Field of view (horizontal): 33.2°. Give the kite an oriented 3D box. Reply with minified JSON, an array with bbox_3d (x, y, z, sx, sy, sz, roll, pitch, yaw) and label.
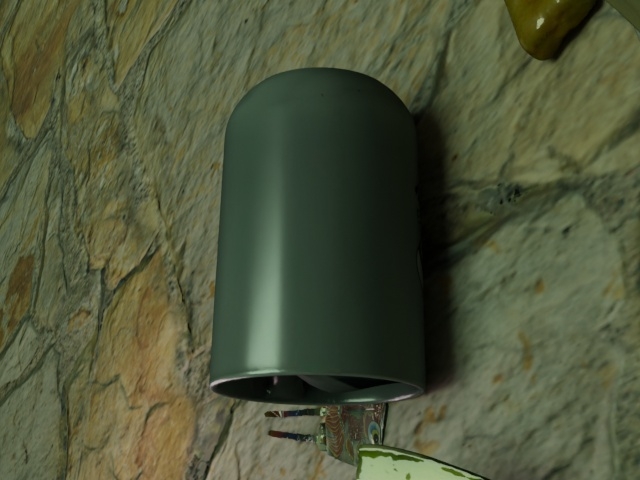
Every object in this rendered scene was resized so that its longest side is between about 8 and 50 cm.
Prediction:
[{"bbox_3d":[0.005,0.183,1.184,0.229,0.016,0.127,-8,72,55],"label":"kite"}]

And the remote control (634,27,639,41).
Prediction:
[{"bbox_3d":[0.275,-0.137,0.800,0.067,0.029,0.261,-44,46,44],"label":"remote control"}]

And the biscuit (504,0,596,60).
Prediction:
[{"bbox_3d":[0.210,-0.271,0.939,0.174,0.039,0.183,-45,46,42],"label":"biscuit"}]

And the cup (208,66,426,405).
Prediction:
[{"bbox_3d":[0.000,0.000,1.054,0.205,0.205,0.312,-22,62,55],"label":"cup"}]

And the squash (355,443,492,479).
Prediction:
[{"bbox_3d":[0.132,0.279,0.811,0.155,0.204,0.237,142,131,-76],"label":"squash"}]

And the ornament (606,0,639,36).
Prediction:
[{"bbox_3d":[0.285,-0.149,0.727,0.230,0.061,0.245,-52,45,24],"label":"ornament"}]
